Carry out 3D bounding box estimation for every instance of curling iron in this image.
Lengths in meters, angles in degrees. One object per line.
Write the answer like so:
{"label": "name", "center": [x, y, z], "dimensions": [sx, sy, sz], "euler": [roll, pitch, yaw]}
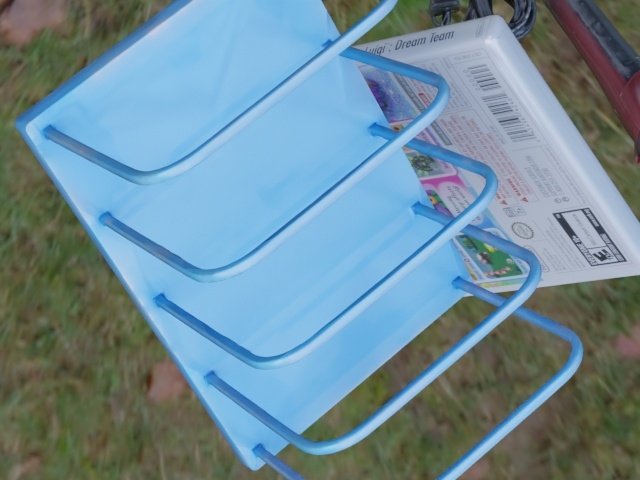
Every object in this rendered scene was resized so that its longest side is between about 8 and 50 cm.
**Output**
{"label": "curling iron", "center": [0.143, -0.048, 0.840], "dimensions": [0.068, 0.035, 0.274], "euler": [-38, 76, -4]}

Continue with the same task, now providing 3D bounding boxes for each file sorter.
{"label": "file sorter", "center": [0.000, 0.000, 0.639], "dimensions": [0.118, 0.104, 0.170], "euler": [-39, 120, -15]}

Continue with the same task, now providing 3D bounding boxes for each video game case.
{"label": "video game case", "center": [0.052, -0.029, 0.803], "dimensions": [0.143, 0.019, 0.157], "euler": [-8, 138, 35]}
